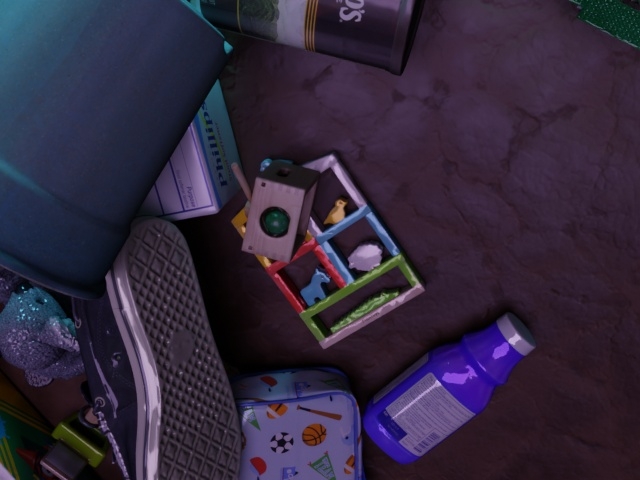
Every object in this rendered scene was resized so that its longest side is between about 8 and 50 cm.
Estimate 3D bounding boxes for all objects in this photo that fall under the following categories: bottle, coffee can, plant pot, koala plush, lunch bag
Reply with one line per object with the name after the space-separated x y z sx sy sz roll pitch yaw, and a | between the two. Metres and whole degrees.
0.195 0.218 1.365 0.118 0.092 0.283 43 110 -11 | bottle
-0.004 -0.341 1.159 0.275 0.201 0.201 15 110 6 | coffee can
-0.295 -0.163 1.044 0.341 0.341 0.334 37 92 -3 | plant pot
-0.414 0.132 1.355 0.196 0.221 0.203 -9 97 0 | koala plush
-0.044 0.352 1.426 0.243 0.115 0.303 -5 110 -12 | lunch bag

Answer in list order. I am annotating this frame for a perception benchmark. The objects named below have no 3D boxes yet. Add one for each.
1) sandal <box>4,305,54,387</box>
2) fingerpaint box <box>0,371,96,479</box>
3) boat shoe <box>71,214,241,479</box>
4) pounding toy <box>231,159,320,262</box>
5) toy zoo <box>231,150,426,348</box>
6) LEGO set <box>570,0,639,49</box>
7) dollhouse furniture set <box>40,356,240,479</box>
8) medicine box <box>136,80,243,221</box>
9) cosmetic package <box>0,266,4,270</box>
-0.474 0.152 1.491 0.067 0.040 0.179 -8 98 4 | sandal
-0.626 0.486 1.564 0.445 0.163 0.371 -39 95 18 | fingerpaint box
-0.236 0.213 1.267 0.156 0.187 0.500 -6 99 37 | boat shoe
-0.069 -0.051 1.266 0.100 0.141 0.130 15 110 6 | pounding toy
0.000 0.000 1.362 0.192 0.030 0.293 -33 99 19 | toy zoo
0.348 -0.398 1.064 0.331 0.192 0.255 23 148 8 | LEGO set
-0.292 0.282 1.445 0.198 0.151 0.301 38 110 -3 | dollhouse furniture set
-0.289 -0.157 1.300 0.289 0.149 0.263 -10 106 13 | medicine box
-0.666 -0.026 1.381 0.385 0.217 0.156 1 108 8 | cosmetic package
